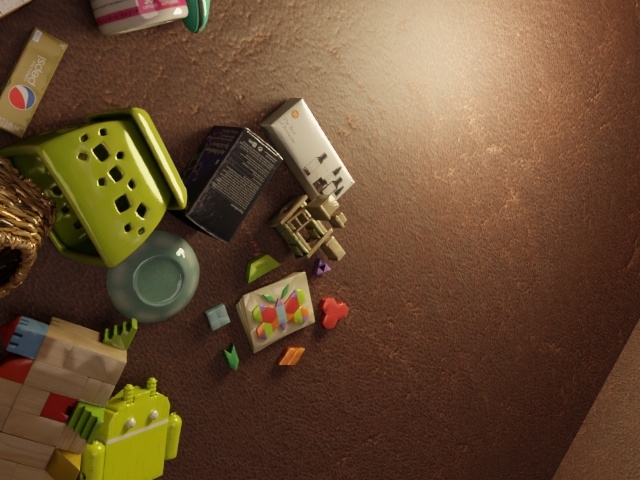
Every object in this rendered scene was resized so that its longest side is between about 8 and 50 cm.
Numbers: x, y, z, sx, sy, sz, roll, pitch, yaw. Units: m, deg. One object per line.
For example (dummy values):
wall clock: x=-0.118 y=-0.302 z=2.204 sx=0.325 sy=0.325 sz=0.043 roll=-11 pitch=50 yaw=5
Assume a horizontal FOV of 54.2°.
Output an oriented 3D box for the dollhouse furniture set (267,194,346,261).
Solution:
dollhouse furniture set: x=0.000 y=0.000 z=1.375 sx=0.101 sy=0.161 sz=0.182 roll=-48 pitch=116 yaw=-22

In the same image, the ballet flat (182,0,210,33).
ballet flat: x=-0.248 y=-0.521 z=1.169 sx=0.087 sy=0.083 sz=0.247 roll=-39 pitch=121 yaw=-36

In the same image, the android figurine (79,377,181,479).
android figurine: x=-0.378 y=0.412 z=1.256 sx=0.248 sy=0.056 sz=0.272 roll=3 pitch=98 yaw=-60

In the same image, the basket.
basket: x=-0.561 y=0.033 z=0.920 sx=0.299 sy=0.223 sz=0.213 roll=-30 pitch=120 yaw=20

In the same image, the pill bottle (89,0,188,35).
pill bottle: x=-0.341 y=-0.507 z=1.059 sx=0.160 sy=0.160 sz=0.283 roll=-25 pitch=113 yaw=-26

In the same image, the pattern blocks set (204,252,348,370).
pattern blocks set: x=-0.096 y=0.164 z=1.444 sx=0.325 sy=0.026 sz=0.285 roll=-36 pitch=117 yaw=-21

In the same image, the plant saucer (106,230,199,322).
plant saucer: x=-0.331 y=0.078 z=1.268 sx=0.195 sy=0.037 sz=0.194 roll=-7 pitch=103 yaw=-31

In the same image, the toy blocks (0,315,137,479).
toy blocks: x=-0.530 y=0.280 z=1.116 sx=0.261 sy=0.191 sz=0.381 roll=25 pitch=96 yaw=-21

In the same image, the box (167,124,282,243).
box: x=-0.198 y=-0.115 z=1.242 sx=0.108 sy=0.153 sz=0.207 roll=38 pitch=79 yaw=-32

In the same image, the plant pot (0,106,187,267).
plant pot: x=-0.379 y=-0.105 z=1.084 sx=0.207 sy=0.227 sz=0.228 roll=-39 pitch=119 yaw=-33

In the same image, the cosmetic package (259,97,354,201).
cosmetic package: x=-0.025 y=-0.192 z=1.393 sx=0.099 sy=0.060 sz=0.239 roll=-46 pitch=121 yaw=-18

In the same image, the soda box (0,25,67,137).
soda box: x=-0.503 y=-0.268 z=1.066 sx=0.058 sy=0.061 sz=0.181 roll=28 pitch=84 yaw=-34

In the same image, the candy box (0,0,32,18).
candy box: x=-0.544 y=-0.362 z=0.992 sx=0.187 sy=0.109 sz=0.053 roll=-40 pitch=119 yaw=-20
